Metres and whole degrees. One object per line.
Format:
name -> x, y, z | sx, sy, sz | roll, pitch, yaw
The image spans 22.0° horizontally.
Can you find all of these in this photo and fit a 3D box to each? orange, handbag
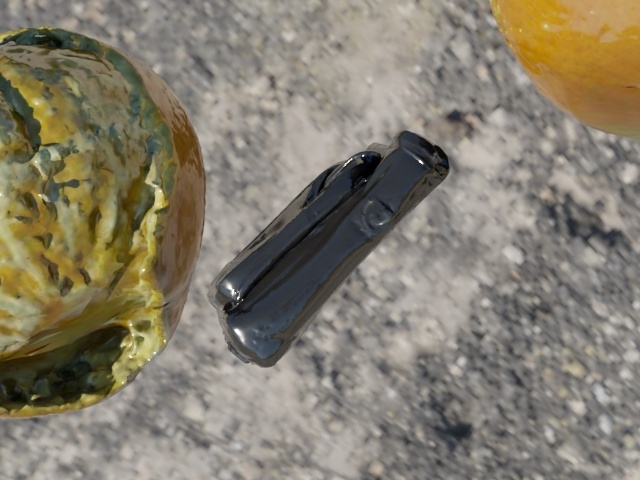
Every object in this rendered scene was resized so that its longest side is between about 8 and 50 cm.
orange -> 0.273, -0.187, 1.285 | 0.262, 0.334, 0.196 | -13, 61, 23
orange -> -0.114, -0.003, 0.625 | 0.156, 0.156, 0.134 | -39, 77, 9
handbag -> 0.000, 0.000, 1.434 | 0.244, 0.275, 0.088 | -45, 91, -3
